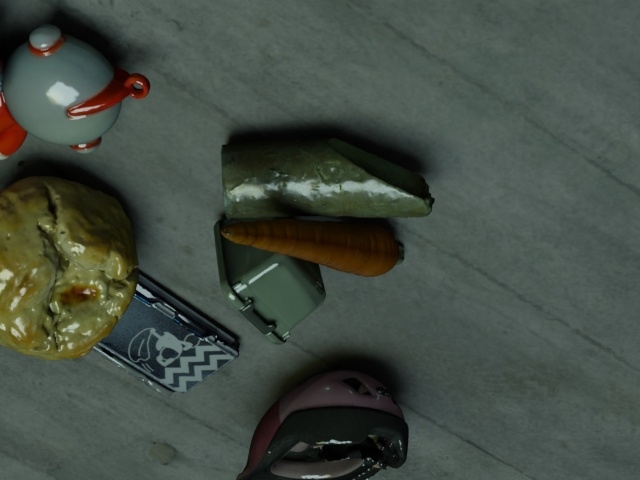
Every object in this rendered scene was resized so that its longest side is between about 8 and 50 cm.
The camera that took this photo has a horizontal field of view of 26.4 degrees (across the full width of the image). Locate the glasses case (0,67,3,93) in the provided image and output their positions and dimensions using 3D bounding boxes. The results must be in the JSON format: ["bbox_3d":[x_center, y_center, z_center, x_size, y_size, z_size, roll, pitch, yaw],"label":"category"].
[{"bbox_3d":[-0.448,-0.261,1.499,0.109,0.067,0.282,-23,104,25],"label":"glasses case"}]

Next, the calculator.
[{"bbox_3d":[-0.258,0.118,1.893,0.274,0.028,0.166,37,129,-22],"label":"calculator"}]

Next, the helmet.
[{"bbox_3d":[0.006,0.265,1.913,0.198,0.154,0.253,22,153,-38],"label":"helmet"}]

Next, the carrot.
[{"bbox_3d":[0.000,0.000,1.643,0.069,0.069,0.336,-33,154,31],"label":"carrot"}]

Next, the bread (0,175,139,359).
[{"bbox_3d":[-0.334,0.042,1.704,0.244,0.134,0.244,-15,120,-27],"label":"bread"}]

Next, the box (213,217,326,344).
[{"bbox_3d":[-0.060,0.032,1.704,0.093,0.172,0.124,-35,123,14],"label":"box"}]

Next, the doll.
[{"bbox_3d":[-0.356,-0.177,1.596,0.336,0.105,0.200,-1,130,18],"label":"doll"}]

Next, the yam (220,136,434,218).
[{"bbox_3d":[0.005,-0.073,1.636,0.259,0.106,0.106,-2,132,9],"label":"yam"}]
